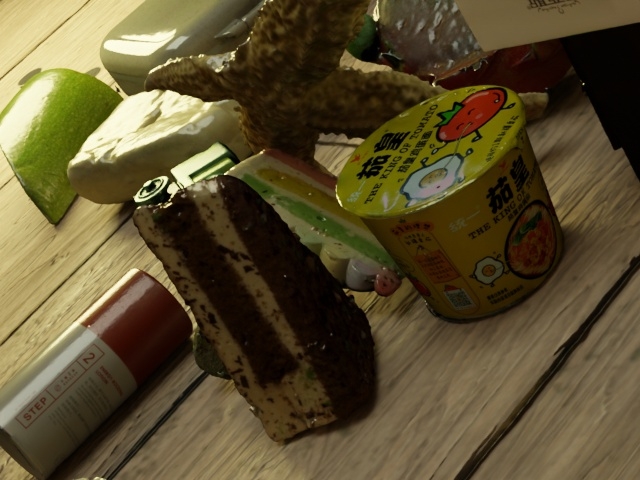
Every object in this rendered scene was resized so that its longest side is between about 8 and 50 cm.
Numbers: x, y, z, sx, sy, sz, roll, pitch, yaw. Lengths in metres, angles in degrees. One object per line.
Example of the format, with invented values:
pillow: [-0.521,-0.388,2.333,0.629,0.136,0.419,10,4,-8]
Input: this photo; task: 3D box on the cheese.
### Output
cheese: [-0.181,-0.126,1.912,0.263,0.093,0.159,-13,37,33]

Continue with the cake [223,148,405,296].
cake: [-0.002,-0.019,1.470,0.225,0.090,0.109,13,33,30]

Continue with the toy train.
toy train: [-0.126,-0.036,1.718,0.132,0.083,0.200,-33,28,-6]

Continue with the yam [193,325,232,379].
yam: [-0.078,0.059,1.515,0.078,0.078,0.179,-23,29,20]

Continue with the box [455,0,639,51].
box: [0.238,-0.285,1.267,0.194,0.111,0.260,-4,42,45]

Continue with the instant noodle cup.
instant noodle cup: [0.126,-0.026,1.359,0.182,0.144,0.182,-25,28,14]

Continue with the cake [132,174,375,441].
cake: [-0.050,0.066,1.310,0.112,0.246,0.135,-24,48,17]

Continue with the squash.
squash: [-0.408,-0.126,2.141,0.203,0.111,0.289,-17,33,32]

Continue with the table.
table: [0.303,-0.191,1.379,0.172,0.193,0.169,-24,29,19]

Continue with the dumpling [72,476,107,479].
dumpling: [-0.223,0.267,1.317,0.127,0.108,0.188,9,29,19]

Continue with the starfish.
starfish: [0.028,-0.142,1.465,0.432,0.324,0.082,-22,48,47]

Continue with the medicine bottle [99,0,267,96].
medicine bottle: [-0.119,-0.330,2.137,0.375,0.123,0.282,-44,30,-18]

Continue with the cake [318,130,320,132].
cake: [-0.013,-0.156,1.824,0.121,0.052,0.065,-16,37,33]

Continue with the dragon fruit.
dragon fruit: [0.169,-0.233,1.617,0.295,0.130,0.268,-8,63,33]

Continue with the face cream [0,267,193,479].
face cream: [-0.233,0.132,1.543,0.214,0.096,0.096,-45,29,-21]
